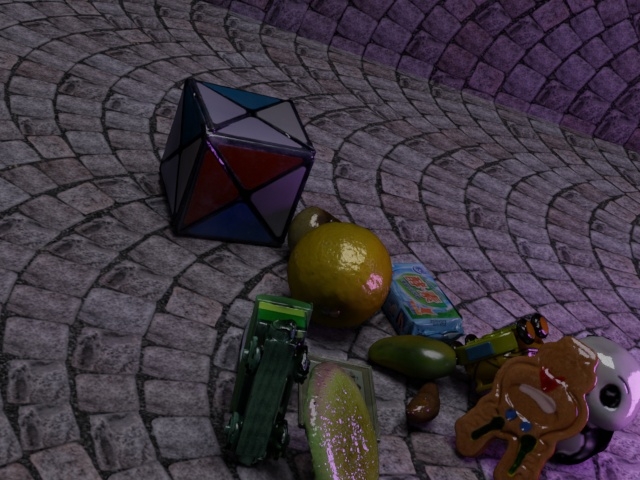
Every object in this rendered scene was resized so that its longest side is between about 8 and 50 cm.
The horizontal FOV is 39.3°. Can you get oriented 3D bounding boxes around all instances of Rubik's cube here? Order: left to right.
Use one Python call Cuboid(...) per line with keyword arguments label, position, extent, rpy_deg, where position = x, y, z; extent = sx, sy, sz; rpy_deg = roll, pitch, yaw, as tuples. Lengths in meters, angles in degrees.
Cuboid(label="Rubik's cube", position=(-0.219, -0.201, 2.255), extent=(0.305, 0.306, 0.310), rpy_deg=(7, 33, -22))

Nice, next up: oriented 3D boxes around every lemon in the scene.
Cuboid(label="lemon", position=(0.039, 0.091, 2.022), extent=(0.241, 0.240, 0.219), rpy_deg=(20, 42, 0))

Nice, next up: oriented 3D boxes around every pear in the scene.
Cuboid(label="pear", position=(0.000, 0.000, 2.223), extent=(0.167, 0.136, 0.167), rpy_deg=(33, 15, -10))

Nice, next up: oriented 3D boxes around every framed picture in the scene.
Cuboid(label="framed picture", position=(0.035, 0.320, 1.863), extent=(0.173, 0.010, 0.231), rpy_deg=(13, 31, -12))

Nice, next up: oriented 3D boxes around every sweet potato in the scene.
Cuboid(label="sweet potato", position=(0.226, 0.343, 1.895), extent=(0.068, 0.068, 0.226), rpy_deg=(28, 18, 13))

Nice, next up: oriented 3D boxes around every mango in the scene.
Cuboid(label="mango", position=(0.208, 0.250, 1.981), extent=(0.191, 0.085, 0.122), rpy_deg=(15, 24, 23))

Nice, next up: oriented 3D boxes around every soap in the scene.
Cuboid(label="soap", position=(0.229, 0.151, 2.181), extent=(0.156, 0.077, 0.293), rpy_deg=(1, 36, -29))

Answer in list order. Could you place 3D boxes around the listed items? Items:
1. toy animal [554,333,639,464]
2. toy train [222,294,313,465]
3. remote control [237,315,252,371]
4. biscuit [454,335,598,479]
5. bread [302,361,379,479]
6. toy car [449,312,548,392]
Cuboid(label="toy animal", position=(0.558, 0.335, 1.904), extent=(0.213, 0.266, 0.212), rpy_deg=(14, 36, -10))
Cuboid(label="toy train", position=(-0.096, 0.253, 1.626), extent=(0.120, 0.300, 0.202), rpy_deg=(12, 23, -6))
Cuboid(label="remote control", position=(-0.123, 0.231, 1.885), extent=(0.097, 0.045, 0.256), rpy_deg=(19, 27, -4))
Cuboid(label="biscuit", position=(0.426, 0.336, 1.804), extent=(0.202, 0.334, 0.047), rpy_deg=(41, -3, 27))
Cuboid(label="bread", position=(0.042, 0.357, 1.575), extent=(0.045, 0.301, 0.301), rpy_deg=(-17, 25, 19))
Cuboid(label="toy car", position=(0.414, 0.262, 2.018), extent=(0.248, 0.200, 0.142), rpy_deg=(-8, 78, -54))
